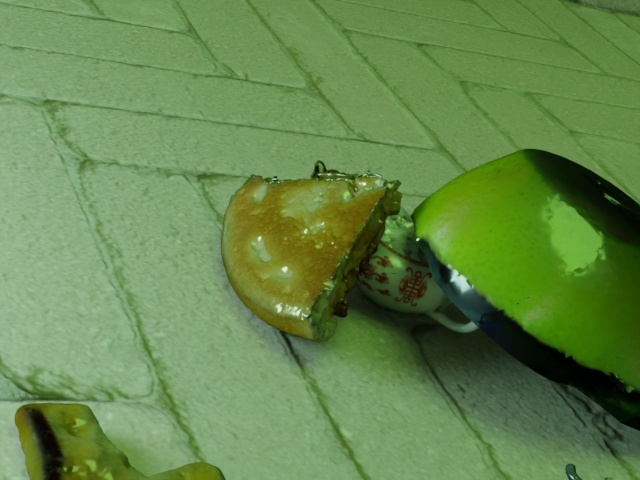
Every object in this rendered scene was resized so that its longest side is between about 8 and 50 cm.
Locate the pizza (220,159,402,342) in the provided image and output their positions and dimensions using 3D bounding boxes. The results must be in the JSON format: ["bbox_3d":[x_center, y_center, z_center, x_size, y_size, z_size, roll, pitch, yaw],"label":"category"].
[{"bbox_3d":[0.000,0.000,1.478,0.229,0.081,0.289,-33,38,-3],"label":"pizza"}]

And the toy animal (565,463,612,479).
[{"bbox_3d":[0.254,0.298,1.166,0.137,0.082,0.269,27,28,13],"label":"toy animal"}]

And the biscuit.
[{"bbox_3d":[-0.164,0.203,1.110,0.183,0.039,0.174,8,26,-24],"label":"biscuit"}]

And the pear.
[{"bbox_3d":[0.305,0.029,1.498,0.399,0.165,0.399,33,19,-13],"label":"pear"}]

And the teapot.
[{"bbox_3d":[0.109,0.032,1.548,0.245,0.116,0.159,36,19,31],"label":"teapot"}]
